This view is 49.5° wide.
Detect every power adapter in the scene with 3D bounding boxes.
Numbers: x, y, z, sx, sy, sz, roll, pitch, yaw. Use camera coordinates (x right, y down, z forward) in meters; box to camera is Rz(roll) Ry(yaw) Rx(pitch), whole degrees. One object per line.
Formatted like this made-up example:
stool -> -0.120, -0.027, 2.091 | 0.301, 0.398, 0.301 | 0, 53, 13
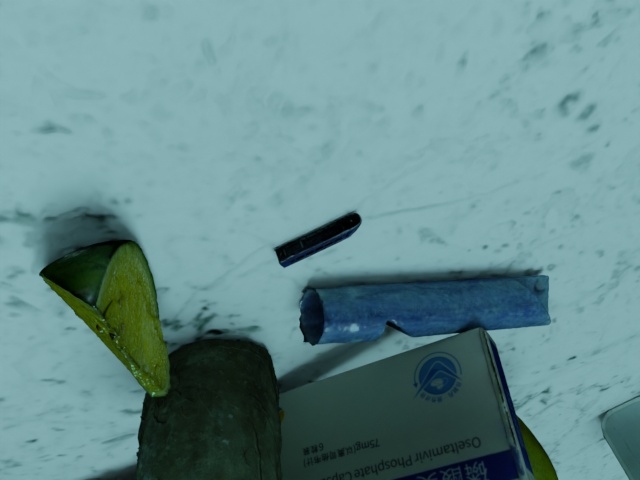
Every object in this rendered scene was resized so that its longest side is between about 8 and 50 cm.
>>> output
power adapter -> 0.644, 0.425, 1.328 | 0.124, 0.187, 0.255 | -30, 143, 12

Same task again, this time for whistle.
whistle -> 0.126, 0.071, 0.735 | 0.304, 0.062, 0.062 | -1, 138, -26

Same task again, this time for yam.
yam -> -0.106, 0.203, 0.666 | 0.154, 0.254, 0.154 | -2, 122, -4

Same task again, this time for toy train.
toy train -> 0.000, 0.000, 0.620 | 0.083, 0.017, 0.017 | -25, 145, 5

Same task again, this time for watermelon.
watermelon -> -0.175, 0.055, 0.547 | 0.075, 0.092, 0.181 | -5, 151, 1

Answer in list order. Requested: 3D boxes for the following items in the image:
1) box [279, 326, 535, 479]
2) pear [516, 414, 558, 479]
box -> 0.043, 0.239, 0.738 | 0.343, 0.200, 0.065 | -22, 143, 19
pear -> 0.176, 0.332, 0.923 | 0.269, 0.269, 0.321 | -25, 127, 4
